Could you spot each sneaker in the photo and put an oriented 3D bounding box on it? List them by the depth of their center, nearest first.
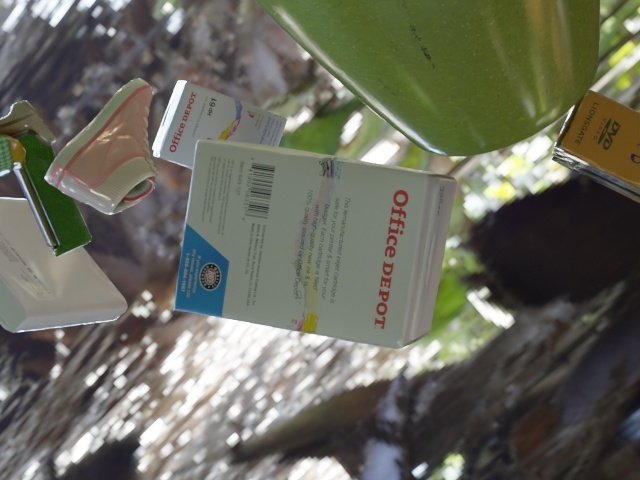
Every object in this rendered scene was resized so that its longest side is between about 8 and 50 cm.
[{"bbox_3d":[-0.148,-0.067,1.119,0.070,0.051,0.134,33,-137,0],"label":"sneaker"}]

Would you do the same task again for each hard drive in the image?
[{"bbox_3d":[-0.381,0.026,1.900,0.203,0.040,0.307,50,-169,10],"label":"hard drive"}]

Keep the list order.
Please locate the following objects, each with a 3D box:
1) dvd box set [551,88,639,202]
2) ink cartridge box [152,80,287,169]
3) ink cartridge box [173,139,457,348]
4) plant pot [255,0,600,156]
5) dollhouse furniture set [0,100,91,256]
[{"bbox_3d":[0.411,-0.012,1.327,0.420,0.062,0.307,27,-175,6],"label":"dvd box set"},{"bbox_3d":[-0.110,-0.114,1.594,0.122,0.088,0.052,19,-177,-15],"label":"ink cartridge box"},{"bbox_3d":[0.000,0.000,1.454,0.233,0.171,0.168,10,-175,14],"label":"ink cartridge box"},{"bbox_3d":[0.055,-0.203,0.891,0.293,0.275,0.274,60,-157,-32],"label":"plant pot"},{"bbox_3d":[-0.340,-0.029,1.427,0.301,0.198,0.151,-169,58,-79],"label":"dollhouse furniture set"}]
